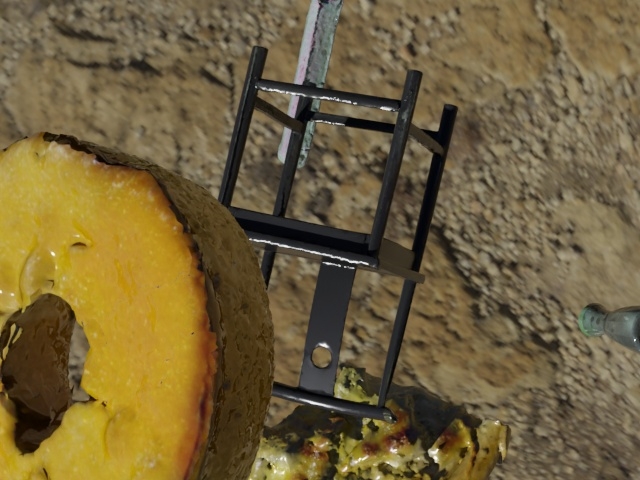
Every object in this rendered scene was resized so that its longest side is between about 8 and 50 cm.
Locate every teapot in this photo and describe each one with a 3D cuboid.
[{"bbox_3d":[0.257,0.073,1.097,0.042,0.110,0.043,0,91,-16],"label":"teapot"}]

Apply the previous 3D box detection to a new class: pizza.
[{"bbox_3d":[0.031,0.237,1.350,0.323,0.089,0.223,-33,64,-9],"label":"pizza"}]

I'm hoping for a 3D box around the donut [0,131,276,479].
[{"bbox_3d":[-0.086,0.050,0.492,0.162,0.065,0.178,29,107,34],"label":"donut"}]

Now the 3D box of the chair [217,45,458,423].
[{"bbox_3d":[0.000,0.000,0.994,0.154,0.141,0.260,11,87,20],"label":"chair"}]

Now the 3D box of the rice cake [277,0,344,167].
[{"bbox_3d":[-0.012,-0.184,1.465,0.033,0.033,0.208,29,110,55],"label":"rice cake"}]
